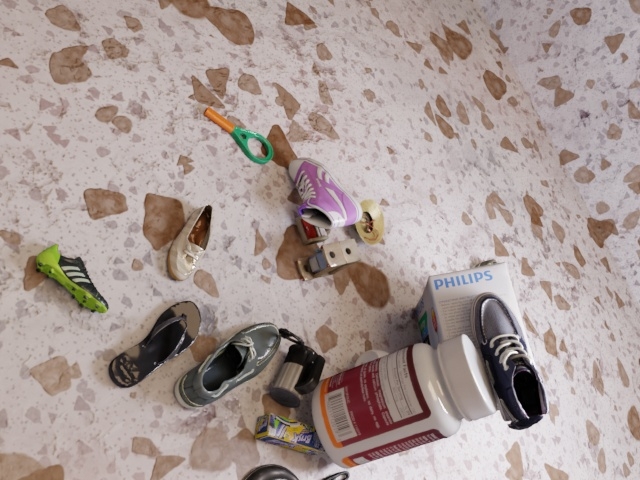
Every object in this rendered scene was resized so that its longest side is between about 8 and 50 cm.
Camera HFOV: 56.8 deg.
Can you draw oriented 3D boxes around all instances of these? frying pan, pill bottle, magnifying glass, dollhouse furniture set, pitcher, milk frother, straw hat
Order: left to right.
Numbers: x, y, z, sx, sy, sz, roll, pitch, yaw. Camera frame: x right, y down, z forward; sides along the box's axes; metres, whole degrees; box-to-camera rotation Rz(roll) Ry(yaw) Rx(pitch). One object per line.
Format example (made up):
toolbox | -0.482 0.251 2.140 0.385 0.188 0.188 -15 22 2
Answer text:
magnifying glass | -0.233 -0.302 1.694 0.231 0.026 0.092 36 49 -24
milk frother | -0.075 0.305 1.435 0.143 0.129 0.135 36 47 -12
frying pan | -0.049 0.618 1.349 0.326 0.053 0.198 18 58 -30
dollhouse furniture set | 0.000 0.000 1.657 0.128 0.129 0.184 -10 76 -43
straw hat | 0.135 -0.055 1.852 0.144 0.061 0.145 6 82 -41
pitcher | 0.177 0.409 1.609 0.207 0.125 0.178 44 53 -31
pill bottle | 0.196 0.378 1.407 0.224 0.391 0.224 53 22 -32

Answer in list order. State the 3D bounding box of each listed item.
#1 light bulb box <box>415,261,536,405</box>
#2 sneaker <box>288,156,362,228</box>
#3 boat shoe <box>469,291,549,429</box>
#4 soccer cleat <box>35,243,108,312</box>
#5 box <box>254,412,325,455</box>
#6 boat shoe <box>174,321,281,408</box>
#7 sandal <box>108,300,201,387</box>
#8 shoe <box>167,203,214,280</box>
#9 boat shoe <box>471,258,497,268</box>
light bulb box | 0.428 0.299 1.677 0.225 0.358 0.361 -10 69 -1
sneaker | -0.026 -0.136 1.671 0.161 0.102 0.282 -21 51 -42
boat shoe | 0.456 0.272 1.410 0.127 0.158 0.341 -14 71 -2
soccer cleat | -0.504 0.079 1.229 0.179 0.060 0.072 43 45 -11
box | -0.069 0.461 1.401 0.168 0.059 0.054 28 51 -27
boat shoe | -0.187 0.277 1.368 0.319 0.099 0.116 -29 86 -46
sandal | -0.344 0.225 1.291 0.097 0.054 0.254 50 45 -8
shoe | -0.311 -0.001 1.438 0.076 0.058 0.219 32 50 -24
boat shoe | 0.616 0.216 2.103 0.109 0.091 0.305 11 61 -37
